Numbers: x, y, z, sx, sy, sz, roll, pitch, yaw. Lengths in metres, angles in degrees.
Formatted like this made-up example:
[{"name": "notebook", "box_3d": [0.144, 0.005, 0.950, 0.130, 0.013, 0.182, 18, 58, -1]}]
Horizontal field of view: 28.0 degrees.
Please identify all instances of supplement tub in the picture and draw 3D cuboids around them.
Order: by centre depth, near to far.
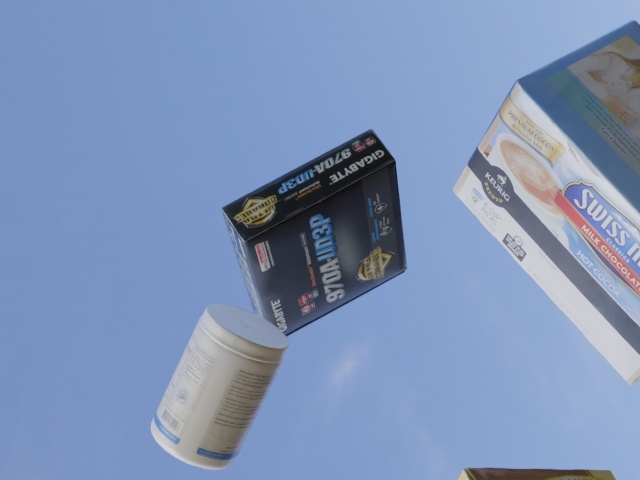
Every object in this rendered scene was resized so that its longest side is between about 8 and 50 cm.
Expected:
[{"name": "supplement tub", "box_3d": [-0.075, 0.109, 0.950, 0.071, 0.071, 0.107, 16, -74, -39]}]

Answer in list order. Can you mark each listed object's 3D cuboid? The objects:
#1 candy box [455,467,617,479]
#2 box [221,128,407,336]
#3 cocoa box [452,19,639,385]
[{"name": "candy box", "box_3d": [0.242, 0.341, 1.106, 0.183, 0.087, 0.316, 7, -144, -31]}, {"name": "box", "box_3d": [0.000, 0.000, 1.341, 0.175, 0.051, 0.220, -28, -31, -11]}, {"name": "cocoa box", "box_3d": [0.382, -0.049, 1.565, 0.231, 0.228, 0.347, -29, -110, -30]}]
